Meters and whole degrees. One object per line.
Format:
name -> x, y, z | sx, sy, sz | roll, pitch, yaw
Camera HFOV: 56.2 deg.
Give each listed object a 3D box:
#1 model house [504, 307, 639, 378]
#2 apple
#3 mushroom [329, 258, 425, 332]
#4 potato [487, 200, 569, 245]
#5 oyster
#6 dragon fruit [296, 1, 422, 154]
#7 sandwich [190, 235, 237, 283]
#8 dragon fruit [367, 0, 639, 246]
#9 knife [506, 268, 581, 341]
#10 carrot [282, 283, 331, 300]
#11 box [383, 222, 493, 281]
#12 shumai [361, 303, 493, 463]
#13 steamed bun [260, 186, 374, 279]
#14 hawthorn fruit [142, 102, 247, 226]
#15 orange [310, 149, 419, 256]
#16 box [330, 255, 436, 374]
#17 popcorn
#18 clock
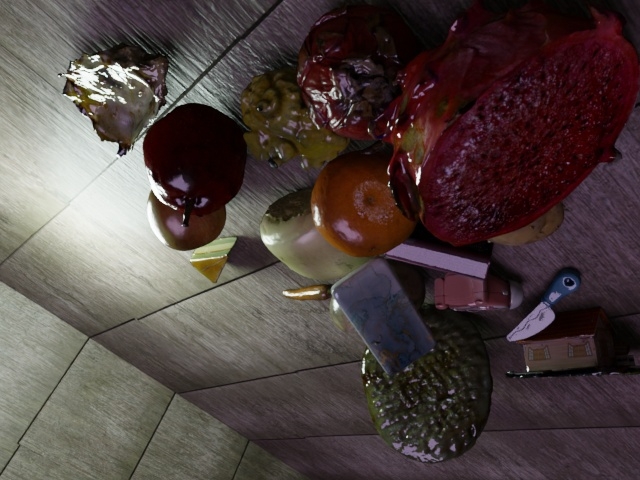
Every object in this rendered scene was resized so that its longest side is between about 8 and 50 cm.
model house -> 0.599, 0.248, 1.424 | 0.207, 0.154, 0.294 | 9, 162, -43
apple -> -0.331, -0.074, 1.477 | 0.188, 0.188, 0.174 | 6, 137, 24
mushroom -> 0.147, 0.147, 1.467 | 0.255, 0.184, 0.255 | -14, 143, -11
potato -> 0.338, -0.064, 1.142 | 0.234, 0.128, 0.161 | 25, 142, 9
oyster -> -0.432, -0.334, 1.277 | 0.221, 0.096, 0.361 | 42, 142, -16
dragon fruit -> 0.072, -0.256, 0.942 | 0.218, 0.148, 0.224 | 27, 104, -14
sandwich -> -0.274, 0.056, 1.712 | 0.163, 0.079, 0.113 | -10, 135, 37
dragon fruit -> 0.254, -0.190, 0.884 | 0.371, 0.249, 0.386 | -3, 134, -34
knife -> 0.505, 0.160, 1.355 | 0.058, 0.032, 0.244 | 32, 127, 10
carrot -> -0.040, 0.152, 1.734 | 0.191, 0.047, 0.047 | -9, 134, 46
box -> 0.259, 0.018, 1.305 | 0.224, 0.120, 0.069 | 15, 115, 16
shumai -> 0.298, 0.388, 1.623 | 0.324, 0.397, 0.323 | -9, 160, 13
steamed bun -> 0.000, 0.000, 1.394 | 0.273, 0.166, 0.232 | -8, 133, 37
hawthorn fruit -> -0.270, -0.143, 1.270 | 0.210, 0.266, 0.230 | 2, 155, 13
orange -> 0.089, -0.075, 1.207 | 0.224, 0.224, 0.170 | 31, 172, -10
box -> 0.146, 0.174, 1.351 | 0.285, 0.142, 0.044 | 56, 178, -25
popcorn -> -0.046, -0.222, 1.124 | 0.218, 0.169, 0.189 | 28, 144, 5
clock -> 0.365, 0.116, 1.381 | 0.162, 0.093, 0.166 | 13, 163, -38
